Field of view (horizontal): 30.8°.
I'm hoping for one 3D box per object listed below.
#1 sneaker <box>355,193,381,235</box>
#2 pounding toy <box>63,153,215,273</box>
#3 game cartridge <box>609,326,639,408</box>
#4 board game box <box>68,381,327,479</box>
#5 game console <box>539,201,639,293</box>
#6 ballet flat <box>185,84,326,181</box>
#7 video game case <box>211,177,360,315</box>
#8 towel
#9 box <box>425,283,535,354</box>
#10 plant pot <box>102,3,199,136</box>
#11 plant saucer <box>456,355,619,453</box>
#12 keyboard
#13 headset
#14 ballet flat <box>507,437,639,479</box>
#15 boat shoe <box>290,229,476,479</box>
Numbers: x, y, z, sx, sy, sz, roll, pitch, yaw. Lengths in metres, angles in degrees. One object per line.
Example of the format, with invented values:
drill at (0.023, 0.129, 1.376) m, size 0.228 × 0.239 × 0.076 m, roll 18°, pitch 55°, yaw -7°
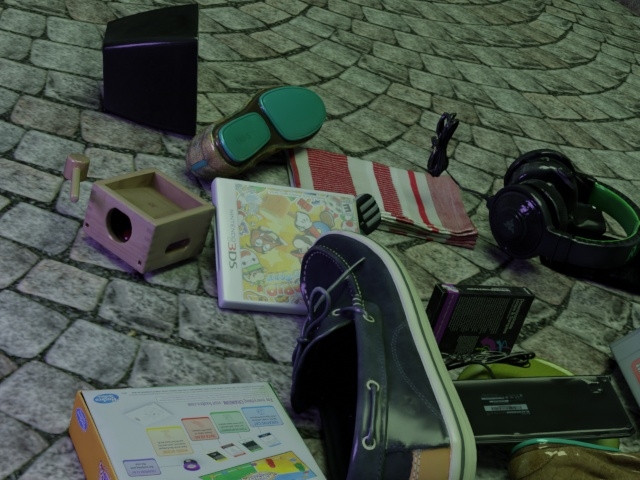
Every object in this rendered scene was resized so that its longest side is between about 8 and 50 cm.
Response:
sneaker at (0.000, 0.000, 1.825) m, size 0.098 × 0.083 × 0.224 m, roll -8°, pitch 19°, yaw 44°
pounding toy at (-0.293, -0.040, 1.663) m, size 0.206 × 0.094 × 0.181 m, roll 33°, pitch 30°, yaw 25°
game cartridge at (0.544, 0.194, 1.666) m, size 0.060 × 0.196 × 0.294 m, roll 54°, pitch 13°, yaw -28°
board game box at (-0.109, 0.276, 1.235) m, size 0.242 × 0.064 × 0.316 m, roll 2°, pitch 32°, yaw -30°
game console at (0.501, -0.024, 2.180) m, size 0.213 × 0.044 × 0.361 m, roll 16°, pitch 29°, yaw -5°
ballet flat at (-0.117, -0.187, 2.026) m, size 0.123 × 0.123 × 0.348 m, roll 28°, pitch 32°, yaw 17°
video game case at (-0.044, 0.012, 1.698) m, size 0.227 × 0.026 × 0.206 m, roll 7°, pitch 59°, yaw -22°
towel at (0.105, -0.087, 2.059) m, size 0.329 × 0.037 × 0.237 m, roll 11°, pitch 28°, yaw -14°
box at (0.220, 0.118, 1.671) m, size 0.162 × 0.116 × 0.029 m, roll 5°, pitch 30°, yaw -26°
plant pot at (-0.300, -0.307, 2.071) m, size 0.167 × 0.187 × 0.188 m, roll 0°, pitch 30°, yaw -7°
plant saucer at (0.307, 0.227, 1.612) m, size 0.241 × 0.037 × 0.241 m, roll 15°, pitch 27°, yaw -8°
keyboard at (0.234, 0.206, 1.534) m, size 0.317 × 0.033 × 0.201 m, roll -1°, pitch 31°, yaw -6°
headset at (0.373, -0.089, 2.007) m, size 0.394 × 0.185 × 0.243 m, roll 19°, pitch 33°, yaw 13°
ballet flat at (0.396, 0.310, 1.448) m, size 0.343 × 0.116 × 0.124 m, roll 3°, pitch 60°, yaw -22°
boat shoe at (0.038, 0.142, 1.429) m, size 0.156 × 0.186 × 0.500 m, roll 3°, pitch 33°, yaw -17°
